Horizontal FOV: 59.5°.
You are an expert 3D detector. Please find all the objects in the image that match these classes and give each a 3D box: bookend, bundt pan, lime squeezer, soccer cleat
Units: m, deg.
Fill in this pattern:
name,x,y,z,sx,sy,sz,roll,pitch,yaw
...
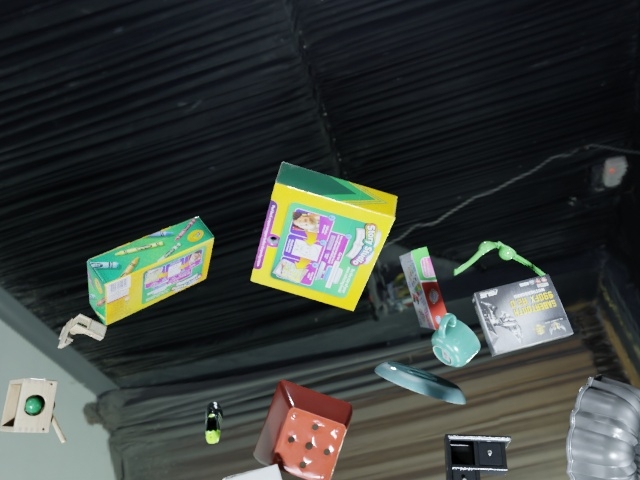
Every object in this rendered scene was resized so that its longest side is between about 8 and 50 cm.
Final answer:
name,x,y,z,sx,sy,sz,roll,pitch,yaw
bookend,0.378,0.553,1.338,0.072,0.156,0.157,76,17,-55
bundt pan,0.713,0.492,1.324,0.330,0.124,0.331,1,88,-41
lime squeezer,0.553,0.054,1.722,0.059,0.310,0.110,113,-24,-55
soccer cleat,-0.360,0.599,1.882,0.179,0.060,0.072,-107,-166,-61

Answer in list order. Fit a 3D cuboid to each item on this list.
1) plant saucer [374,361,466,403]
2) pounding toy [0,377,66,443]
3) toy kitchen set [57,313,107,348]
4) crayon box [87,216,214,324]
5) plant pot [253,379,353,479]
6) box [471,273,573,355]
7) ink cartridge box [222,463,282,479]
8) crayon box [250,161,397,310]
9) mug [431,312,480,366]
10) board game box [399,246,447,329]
name,x,y,z,sx,sy,sz,roll,pitch,yaw
plant saucer,0.337,0.469,1.880,0.317,0.317,0.044,32,75,-79
pounding toy,-0.623,0.374,1.229,0.100,0.141,0.130,18,65,-40
toy kitchen set,-0.570,0.233,1.329,0.075,0.083,0.068,35,37,-31
crayon box,-0.391,0.069,1.306,0.081,0.278,0.165,47,-39,21
plant pot,-0.046,0.617,1.747,0.236,0.267,0.268,125,-15,-81
box,0.572,0.213,1.603,0.056,0.230,0.183,84,-7,-68
ink cartridge box,-0.151,0.858,1.527,0.279,0.160,0.385,105,-32,-46
crayon box,0.000,0.000,1.517,0.106,0.312,0.363,-79,-174,-49
mug,0.388,0.303,1.677,0.158,0.097,0.129,50,-22,3
board game box,0.414,0.195,2.258,0.242,0.064,0.317,124,-50,-83
